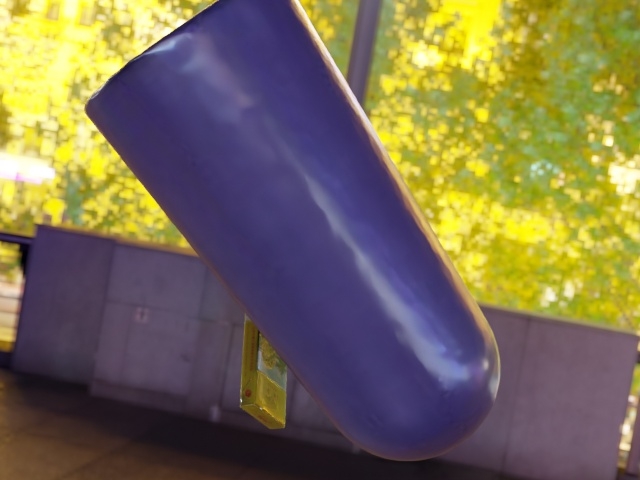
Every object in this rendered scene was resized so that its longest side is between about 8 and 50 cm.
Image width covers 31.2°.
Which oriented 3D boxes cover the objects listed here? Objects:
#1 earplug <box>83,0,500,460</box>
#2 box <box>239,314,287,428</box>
[{"bbox_3d":[0.000,0.000,1.039,0.215,0.456,0.215,-34,7,5],"label":"earplug"},{"bbox_3d":[-0.061,0.122,1.270,0.023,0.155,0.087,-6,-27,16],"label":"box"}]
